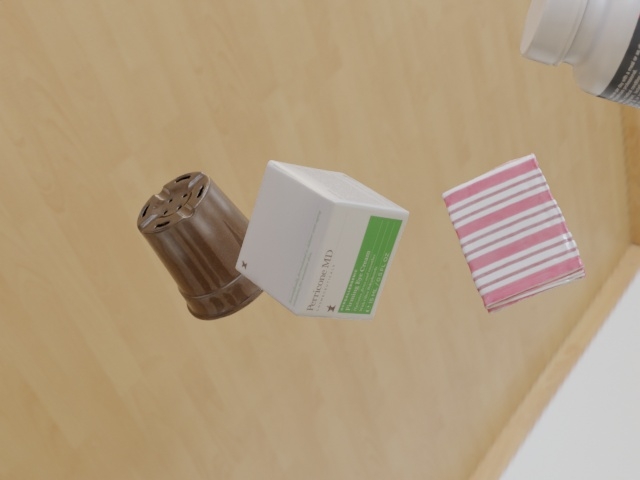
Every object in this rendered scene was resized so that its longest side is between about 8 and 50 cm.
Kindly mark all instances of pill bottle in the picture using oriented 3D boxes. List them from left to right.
[{"bbox_3d":[0.251,-0.154,0.717,0.108,0.180,0.108,16,90,-90],"label":"pill bottle"}]

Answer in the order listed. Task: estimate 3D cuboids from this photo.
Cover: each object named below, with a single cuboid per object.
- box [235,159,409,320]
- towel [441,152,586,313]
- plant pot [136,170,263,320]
[{"bbox_3d":[0.000,0.000,0.785,0.087,0.102,0.101,7,108,-39],"label":"box"},{"bbox_3d":[0.262,-0.011,1.297,0.029,0.144,0.197,47,23,-62],"label":"towel"},{"bbox_3d":[-0.169,0.000,1.369,0.167,0.167,0.165,-52,125,-24],"label":"plant pot"}]
